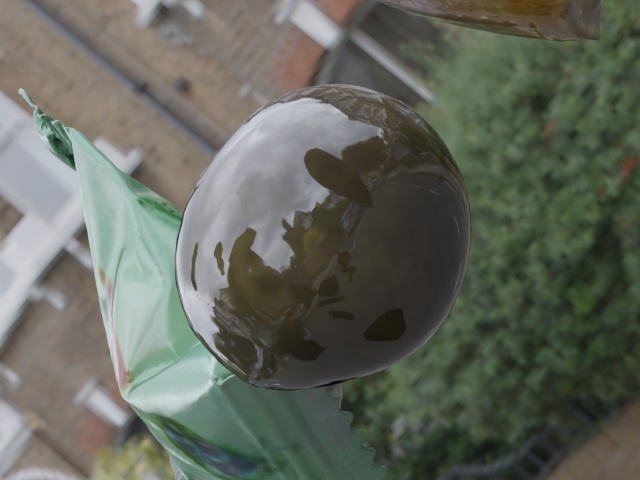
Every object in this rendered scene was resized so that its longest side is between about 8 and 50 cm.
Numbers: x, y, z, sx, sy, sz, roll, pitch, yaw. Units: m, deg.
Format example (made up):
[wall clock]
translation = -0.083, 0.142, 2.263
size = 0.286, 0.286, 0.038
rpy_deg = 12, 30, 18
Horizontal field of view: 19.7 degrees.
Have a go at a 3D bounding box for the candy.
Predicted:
[candy]
translation = -0.110, 0.051, 1.541
size = 0.172, 0.398, 0.263
rpy_deg = -29, -38, -6

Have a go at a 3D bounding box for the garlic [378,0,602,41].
[garlic]
translation = 0.032, -0.207, 1.030
size = 0.112, 0.318, 0.143
rpy_deg = -21, -37, -58

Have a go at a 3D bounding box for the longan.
[longan]
translation = 0.000, 0.000, 1.233
size = 0.212, 0.198, 0.198
rpy_deg = -37, -5, 1
